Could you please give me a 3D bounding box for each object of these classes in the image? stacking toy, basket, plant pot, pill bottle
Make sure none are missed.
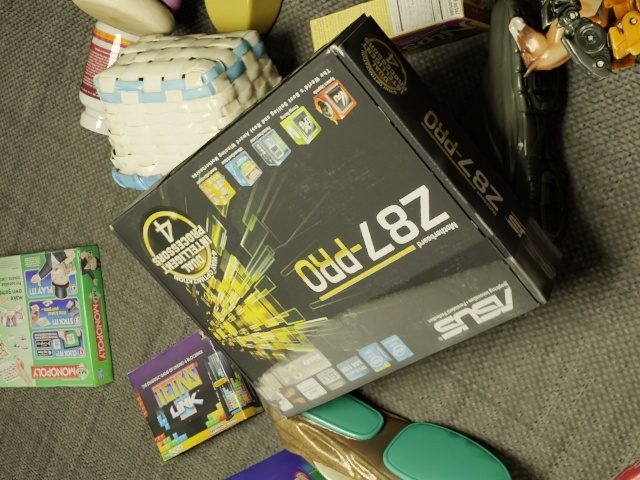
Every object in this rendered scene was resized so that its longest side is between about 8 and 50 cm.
[{"bbox_3d":[-0.206,-0.438,1.164,0.141,0.141,0.330,17,86,29],"label":"stacking toy"},{"bbox_3d":[-0.134,-0.115,1.141,0.255,0.201,0.288,5,124,27],"label":"basket"},{"bbox_3d":[-0.100,-0.309,1.160,0.081,0.081,0.083,15,112,29],"label":"plant pot"},{"bbox_3d":[-0.294,-0.230,1.277,0.086,0.086,0.151,26,106,27],"label":"pill bottle"}]

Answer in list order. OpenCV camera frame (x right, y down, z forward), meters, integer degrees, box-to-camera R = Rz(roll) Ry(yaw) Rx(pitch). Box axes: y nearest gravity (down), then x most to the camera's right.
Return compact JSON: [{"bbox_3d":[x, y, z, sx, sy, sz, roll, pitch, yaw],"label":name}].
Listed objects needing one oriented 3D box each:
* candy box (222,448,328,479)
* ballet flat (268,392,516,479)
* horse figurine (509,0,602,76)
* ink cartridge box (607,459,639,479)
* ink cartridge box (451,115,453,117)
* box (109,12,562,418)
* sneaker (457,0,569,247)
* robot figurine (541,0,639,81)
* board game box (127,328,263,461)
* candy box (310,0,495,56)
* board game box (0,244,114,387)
[{"bbox_3d":[-0.042,0.404,1.043,0.268,0.317,0.122,41,112,21],"label":"candy box"},{"bbox_3d":[0.079,0.274,1.090,0.343,0.116,0.124,17,125,30],"label":"ballet flat"},{"bbox_3d":[0.291,-0.290,0.869,0.263,0.066,0.174,-24,95,0],"label":"horse figurine"},{"bbox_3d":[0.306,0.420,0.924,0.385,0.160,0.279,-44,72,26],"label":"ink cartridge box"},{"bbox_3d":[0.052,-0.090,1.049,0.176,0.127,0.128,-2,85,31],"label":"ink cartridge box"},{"bbox_3d":[0.000,0.000,0.959,0.395,0.097,0.318,-31,107,38],"label":"box"},{"bbox_3d":[0.194,-0.122,0.986,0.130,0.109,0.286,0,90,41],"label":"sneaker"},{"bbox_3d":[0.284,-0.281,0.795,0.211,0.085,0.290,-12,90,4],"label":"robot figurine"},{"bbox_3d":[-0.179,0.214,1.268,0.170,0.048,0.141,-33,78,29],"label":"board game box"},{"bbox_3d":[0.096,-0.247,1.027,0.187,0.109,0.053,-9,90,31],"label":"candy box"},{"bbox_3d":[-0.473,0.128,1.440,0.318,0.046,0.213,-6,92,31],"label":"board game box"}]
